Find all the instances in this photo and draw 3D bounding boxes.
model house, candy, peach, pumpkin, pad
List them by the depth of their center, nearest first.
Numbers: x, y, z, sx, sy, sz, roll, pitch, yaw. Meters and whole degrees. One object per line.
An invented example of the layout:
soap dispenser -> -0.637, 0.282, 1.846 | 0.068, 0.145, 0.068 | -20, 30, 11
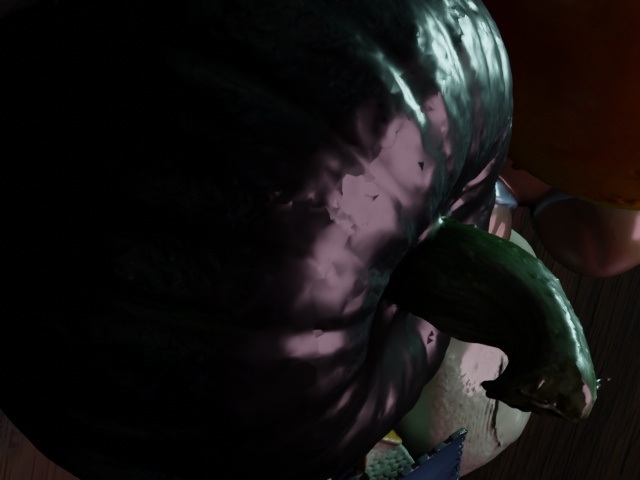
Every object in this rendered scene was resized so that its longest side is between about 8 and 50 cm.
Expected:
pumpkin -> 0.000, 0.000, 0.590 | 0.248, 0.248, 0.248 | 18, 90, -79
peach -> 0.217, -0.206, 1.053 | 0.370, 0.370, 0.370 | 18, 90, -79
model house -> 0.021, 0.205, 1.494 | 0.101, 0.088, 0.100 | -40, 138, -5
pad -> 0.040, 0.312, 1.551 | 0.269, 0.012, 0.269 | -33, 155, -17
candy -> 0.139, 0.118, 1.644 | 0.295, 0.185, 0.295 | 13, 90, -68

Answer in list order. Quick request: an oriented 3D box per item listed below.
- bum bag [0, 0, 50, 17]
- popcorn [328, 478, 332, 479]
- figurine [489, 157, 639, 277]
bum bag -> -0.106, -0.089, 0.481 | 0.058, 0.034, 0.124 | -62, 174, 25
popcorn -> -0.032, 0.188, 1.139 | 0.109, 0.097, 0.089 | -117, -133, -86
figurine -> 0.208, -0.155, 1.423 | 0.388, 0.277, 0.248 | 99, -10, -48
